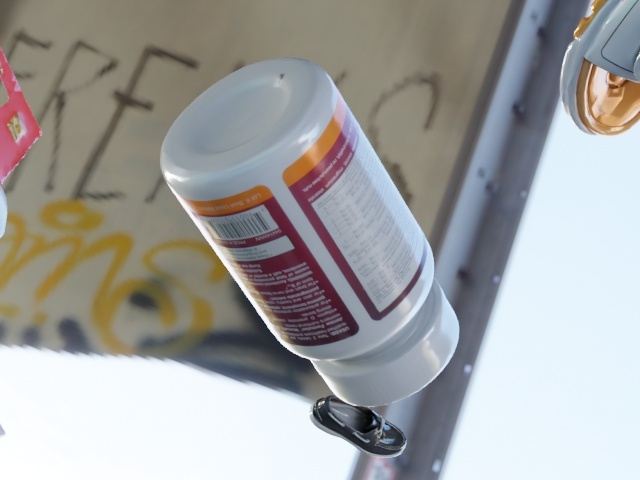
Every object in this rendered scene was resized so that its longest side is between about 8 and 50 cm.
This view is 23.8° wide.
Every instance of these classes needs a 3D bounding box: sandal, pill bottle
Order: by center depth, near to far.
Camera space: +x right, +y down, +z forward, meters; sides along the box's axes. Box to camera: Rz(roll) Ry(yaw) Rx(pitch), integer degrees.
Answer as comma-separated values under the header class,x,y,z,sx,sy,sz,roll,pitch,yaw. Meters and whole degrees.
class,x,y,z,sx,sy,sz,roll,pitch,yaw
sandal,0.238,-0.155,0.918,0.102,0.076,0.265,-2,-47,-39
pill bottle,0.000,0.000,0.984,0.121,0.121,0.221,-1,-45,38

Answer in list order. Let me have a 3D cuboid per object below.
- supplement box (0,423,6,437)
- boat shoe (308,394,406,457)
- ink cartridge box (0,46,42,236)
class,x,y,z,sx,sy,sz,roll,pitch,yaw
supplement box,-0.335,0.122,0.940,0.129,0.194,0.191,59,5,6
boat shoe,0.048,0.206,1.702,0.125,0.046,0.038,28,-41,-20
ink cartridge box,-0.304,-0.092,1.276,0.056,0.225,0.181,3,-48,28
